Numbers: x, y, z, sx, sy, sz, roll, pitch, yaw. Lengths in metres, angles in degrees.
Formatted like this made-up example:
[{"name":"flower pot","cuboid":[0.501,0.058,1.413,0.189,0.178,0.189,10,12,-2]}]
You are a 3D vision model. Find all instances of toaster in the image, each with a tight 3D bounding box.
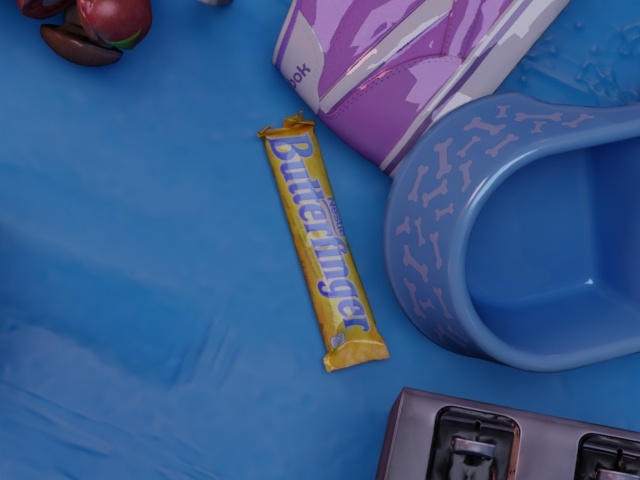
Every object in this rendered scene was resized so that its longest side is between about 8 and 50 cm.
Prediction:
[{"name":"toaster","cuboid":[0.112,0.156,0.851,0.168,0.186,0.110,11,78,2]}]

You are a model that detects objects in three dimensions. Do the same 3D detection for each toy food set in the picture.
[{"name":"toy food set","cuboid":[-0.162,-0.145,0.886,0.217,0.128,0.071,19,100,-9]}]

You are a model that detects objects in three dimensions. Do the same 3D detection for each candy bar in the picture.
[{"name":"candy bar","cuboid":[0.000,0.000,0.931,0.040,0.018,0.161,-16,85,-10]}]

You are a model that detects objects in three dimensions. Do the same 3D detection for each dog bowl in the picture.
[{"name":"dog bowl","cuboid":[0.188,-0.013,0.892,0.297,0.074,0.166,-13,108,-15]}]

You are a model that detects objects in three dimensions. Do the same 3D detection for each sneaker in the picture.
[{"name":"sneaker","cuboid":[0.085,-0.185,0.931,0.161,0.102,0.282,41,79,3]}]
